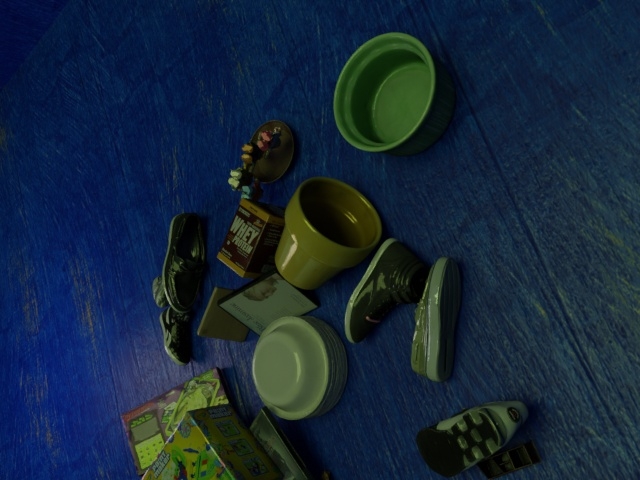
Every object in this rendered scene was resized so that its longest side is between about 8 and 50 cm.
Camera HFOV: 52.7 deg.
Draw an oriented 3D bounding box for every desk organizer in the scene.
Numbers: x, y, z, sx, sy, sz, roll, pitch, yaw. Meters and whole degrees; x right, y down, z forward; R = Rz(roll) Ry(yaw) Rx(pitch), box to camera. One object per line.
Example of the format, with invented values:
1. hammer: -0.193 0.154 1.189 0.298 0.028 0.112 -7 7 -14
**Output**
1. desk organizer: 0.412 0.488 1.424 0.130 0.050 0.047 -35 63 31

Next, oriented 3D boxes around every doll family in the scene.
1. doll family: -0.206 -0.232 1.930 0.118 0.163 0.263 22 98 7

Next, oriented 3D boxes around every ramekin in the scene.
1. ramekin: 0.196 -0.362 1.662 0.303 0.148 0.303 -6 80 39

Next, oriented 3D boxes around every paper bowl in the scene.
1. paper bowl: -0.077 0.351 1.787 0.284 0.148 0.284 -5 82 39

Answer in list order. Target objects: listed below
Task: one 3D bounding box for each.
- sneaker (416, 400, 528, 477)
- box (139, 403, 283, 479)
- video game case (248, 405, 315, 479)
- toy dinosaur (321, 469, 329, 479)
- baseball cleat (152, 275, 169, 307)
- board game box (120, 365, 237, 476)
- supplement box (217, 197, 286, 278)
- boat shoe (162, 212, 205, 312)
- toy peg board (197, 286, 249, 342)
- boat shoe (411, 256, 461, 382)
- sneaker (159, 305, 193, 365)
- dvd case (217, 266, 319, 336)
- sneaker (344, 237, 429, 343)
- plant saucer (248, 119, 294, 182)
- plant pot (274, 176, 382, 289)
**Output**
1. sneaker: 0.344 0.440 1.455 0.122 0.146 0.330 65 147 15
2. box: -0.310 0.665 1.801 0.279 0.177 0.290 45 110 29
3. video game case: -0.113 0.621 1.792 0.274 0.026 0.196 51 136 23
4. toy dinosaur: 0.038 0.707 1.693 0.112 0.064 0.211 -50 56 21
5. baseball cleat: -0.536 0.129 2.246 0.109 0.072 0.206 36 103 44
6. board game box: -0.438 0.564 2.016 0.347 0.056 0.208 -27 68 3
7. supplement box: -0.160 0.002 1.874 0.129 0.191 0.194 33 104 38
8. boat shoe: -0.437 0.065 2.137 0.113 0.127 0.340 -19 62 49
9. toy peg board: -0.290 0.215 1.982 0.079 0.161 0.161 37 108 53
10. boat shoe: 0.268 0.187 1.553 0.094 0.109 0.302 6 90 42
11. sneaker: -0.467 0.299 2.156 0.121 0.079 0.217 -45 57 27
12. dvd case: -0.153 0.181 1.864 0.253 0.180 0.022 -30 32 33
13. sneaker: 0.170 0.152 1.636 0.147 0.105 0.295 32 100 43
14. plant saucer: -0.147 -0.273 2.005 0.199 0.036 0.198 -7 78 39
15. plant pot: 0.000 0.000 1.727 0.239 0.254 0.254 -55 53 40
